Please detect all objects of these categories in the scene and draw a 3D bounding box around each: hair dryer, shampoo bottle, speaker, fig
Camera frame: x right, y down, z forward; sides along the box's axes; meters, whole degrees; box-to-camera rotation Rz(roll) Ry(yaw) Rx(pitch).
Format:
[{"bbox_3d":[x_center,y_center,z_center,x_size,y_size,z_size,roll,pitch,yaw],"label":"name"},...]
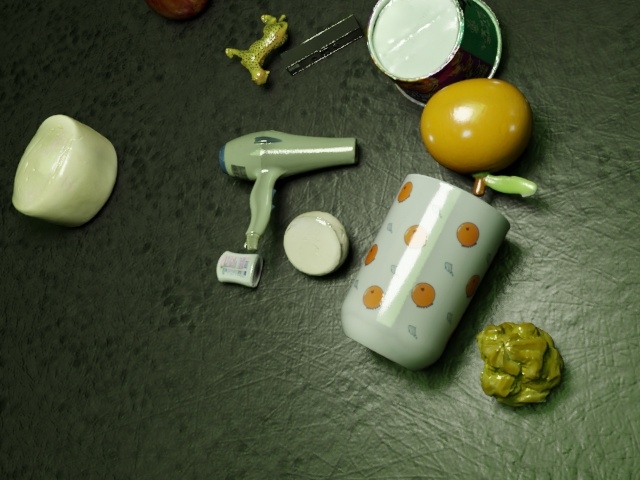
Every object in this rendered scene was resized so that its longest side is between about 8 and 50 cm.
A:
[{"bbox_3d":[-0.050,-0.132,1.572,0.296,0.119,0.298,-20,56,0],"label":"hair dryer"},{"bbox_3d":[-0.178,0.061,1.603,0.099,0.043,0.072,6,74,24],"label":"shampoo bottle"},{"bbox_3d":[0.004,-0.445,1.705,0.191,0.040,0.046,-27,65,11],"label":"speaker"},{"bbox_3d":[-0.366,-0.647,1.835,0.205,0.205,0.205,-7,70,20],"label":"fig"}]

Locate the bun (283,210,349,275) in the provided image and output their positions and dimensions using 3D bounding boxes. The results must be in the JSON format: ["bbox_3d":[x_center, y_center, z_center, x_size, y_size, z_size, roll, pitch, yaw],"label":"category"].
[{"bbox_3d":[0.000,0.000,1.531,0.138,0.094,0.138,8,111,22],"label":"bun"}]

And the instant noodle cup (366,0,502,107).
[{"bbox_3d":[0.216,-0.398,1.482,0.251,0.190,0.251,0,91,27],"label":"instant noodle cup"}]

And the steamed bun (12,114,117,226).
[{"bbox_3d":[-0.592,-0.156,1.755,0.155,0.200,0.250,15,81,24],"label":"steamed bun"}]

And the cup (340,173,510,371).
[{"bbox_3d":[0.178,0.065,1.365,0.212,0.212,0.317,26,84,27],"label":"cup"}]

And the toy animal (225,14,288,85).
[{"bbox_3d":[-0.121,-0.450,1.722,0.181,0.073,0.136,-46,41,-4],"label":"toy animal"}]

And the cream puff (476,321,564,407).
[{"bbox_3d":[0.340,0.210,1.293,0.121,0.156,0.156,0,69,54],"label":"cream puff"}]

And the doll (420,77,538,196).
[{"bbox_3d":[0.299,-0.188,1.420,0.214,0.213,0.235,-7,84,20],"label":"doll"}]
